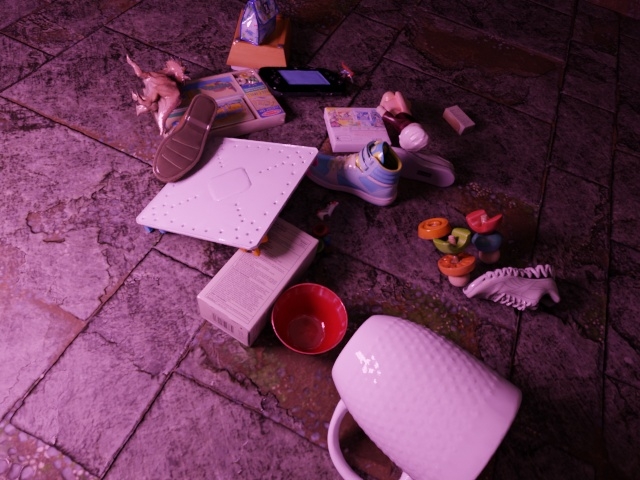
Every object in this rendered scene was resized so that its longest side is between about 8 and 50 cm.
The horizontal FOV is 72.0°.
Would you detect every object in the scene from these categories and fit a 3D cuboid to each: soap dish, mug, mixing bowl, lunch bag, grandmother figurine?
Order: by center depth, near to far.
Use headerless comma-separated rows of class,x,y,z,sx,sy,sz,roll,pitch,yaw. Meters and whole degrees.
mug,0.172,0.362,0.938,0.328,0.276,0.374,36,88,20
mixing bowl,-0.031,0.208,1.081,0.181,0.098,0.181,5,55,-6
grandmother figurine,0.283,-0.403,1.485,0.207,0.104,0.342,11,35,-16
lunch bag,-0.215,-0.791,1.551,0.096,0.151,0.129,26,55,8
soap dish,-0.227,-0.772,1.701,0.228,0.118,0.291,7,55,-6

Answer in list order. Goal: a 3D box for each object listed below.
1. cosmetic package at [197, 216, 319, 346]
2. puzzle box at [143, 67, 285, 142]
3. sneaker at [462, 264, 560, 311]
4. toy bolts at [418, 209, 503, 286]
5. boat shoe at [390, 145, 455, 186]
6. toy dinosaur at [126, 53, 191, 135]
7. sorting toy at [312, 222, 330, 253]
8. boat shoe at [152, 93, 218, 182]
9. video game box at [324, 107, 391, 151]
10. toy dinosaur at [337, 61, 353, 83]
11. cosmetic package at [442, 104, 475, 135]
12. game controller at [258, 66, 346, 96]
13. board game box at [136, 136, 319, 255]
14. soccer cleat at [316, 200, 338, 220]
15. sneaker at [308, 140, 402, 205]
cosmetic package,-0.153,0.094,1.130,0.160,0.113,0.309,31,56,11
puzzle box,-0.359,-0.455,1.502,0.408,0.052,0.272,-21,63,-23
sneaker,0.544,0.140,1.234,0.292,0.110,0.118,-4,66,-13
toy bolts,0.421,0.018,1.303,0.228,0.159,0.218,-22,22,-12
boat shoe,0.324,-0.264,1.472,0.267,0.096,0.088,15,51,-1
toy dinosaur,-0.488,-0.479,1.395,0.200,0.127,0.296,-12,65,-25
sorting toy,0.000,0.000,1.270,0.061,0.042,0.102,11,66,16
boat shoe,-0.399,-0.290,1.316,0.110,0.104,0.307,33,66,-16
video game box,0.127,-0.391,1.550,0.205,0.048,0.187,-3,59,-13
toy dinosaur,0.101,-0.656,1.711,0.047,0.090,0.082,-12,14,-29
cosmetic package,0.523,-0.456,1.668,0.060,0.041,0.115,-20,62,-21
game controller,-0.063,-0.583,1.607,0.319,0.067,0.166,-12,60,-31
board game box,-0.248,-0.141,1.233,0.389,0.050,0.390,11,52,24
soccer cleat,0.026,-0.089,1.339,0.083,0.029,0.036,-32,75,-24
sneaker,0.104,-0.243,1.347,0.319,0.208,0.127,19,56,3
